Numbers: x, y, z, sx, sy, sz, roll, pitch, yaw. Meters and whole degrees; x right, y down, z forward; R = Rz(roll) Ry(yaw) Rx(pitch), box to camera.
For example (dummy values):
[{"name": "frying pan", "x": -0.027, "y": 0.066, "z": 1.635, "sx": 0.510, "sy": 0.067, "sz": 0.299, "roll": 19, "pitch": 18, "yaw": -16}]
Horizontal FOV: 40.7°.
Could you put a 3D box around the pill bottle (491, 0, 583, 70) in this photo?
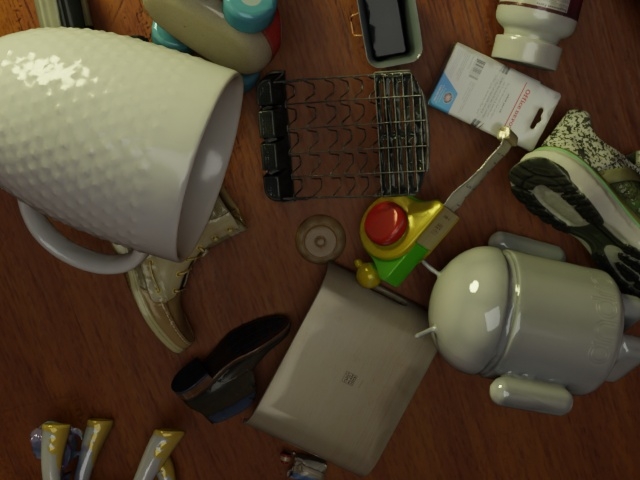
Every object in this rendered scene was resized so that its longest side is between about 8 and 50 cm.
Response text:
[{"name": "pill bottle", "x": 0.330, "y": -0.371, "z": 1.280, "sx": 0.121, "sy": 0.121, "sz": 0.221, "roll": 12, "pitch": 101, "yaw": -2}]

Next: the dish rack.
[{"name": "dish rack", "x": 0.033, "y": -0.158, "z": 1.313, "sx": 0.271, "sy": 0.074, "sz": 0.208, "roll": -1, "pitch": 103, "yaw": 16}]

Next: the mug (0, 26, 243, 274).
[{"name": "mug", "x": -0.315, "y": -0.110, "z": 1.213, "sx": 0.328, "sy": 0.276, "sz": 0.374, "roll": 18, "pitch": 125, "yaw": 2}]

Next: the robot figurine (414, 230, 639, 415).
[{"name": "robot figurine", "x": 0.318, "y": 0.121, "z": 1.327, "sx": 0.353, "sy": 0.300, "sz": 0.200, "roll": 11, "pitch": 143, "yaw": -8}]

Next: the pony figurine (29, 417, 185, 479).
[{"name": "pony figurine", "x": -0.389, "y": 0.477, "z": 1.393, "sx": 0.351, "sy": 0.303, "sz": 0.364, "roll": 5, "pitch": 86, "yaw": -10}]

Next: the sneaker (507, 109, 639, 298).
[{"name": "sneaker", "x": 0.487, "y": -0.052, "z": 1.337, "sx": 0.410, "sy": 0.158, "sz": 0.182, "roll": 39, "pitch": 70, "yaw": -19}]

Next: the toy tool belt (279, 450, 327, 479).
[{"name": "toy tool belt", "x": -0.032, "y": 0.391, "z": 1.463, "sx": 0.083, "sy": 0.052, "sz": 0.051, "roll": 12, "pitch": 92, "yaw": -2}]

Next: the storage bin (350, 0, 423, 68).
[{"name": "storage bin", "x": 0.094, "y": -0.329, "z": 1.303, "sx": 0.098, "sy": 0.091, "sz": 0.135, "roll": -11, "pitch": 100, "yaw": 2}]

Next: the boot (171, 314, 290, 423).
[{"name": "boot", "x": -0.129, "y": 0.213, "z": 1.431, "sx": 0.219, "sy": 0.082, "sz": 0.106, "roll": -31, "pitch": 124, "yaw": -2}]

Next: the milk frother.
[{"name": "milk frother", "x": -0.348, "y": -0.335, "z": 1.310, "sx": 0.143, "sy": 0.129, "sz": 0.135, "roll": -19, "pitch": 105, "yaw": -40}]

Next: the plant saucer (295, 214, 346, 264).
[{"name": "plant saucer", "x": 0.000, "y": 0.000, "z": 1.405, "sx": 0.083, "sy": 0.015, "sz": 0.083, "roll": 0, "pitch": 101, "yaw": 0}]

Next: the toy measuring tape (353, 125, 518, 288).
[{"name": "toy measuring tape", "x": 0.160, "y": -0.063, "z": 1.344, "sx": 0.121, "sy": 0.121, "sz": 0.330, "roll": 39, "pitch": 98, "yaw": -7}]

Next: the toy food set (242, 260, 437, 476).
[{"name": "toy food set", "x": 0.039, "y": 0.213, "z": 1.415, "sx": 0.219, "sy": 0.092, "sz": 0.306, "roll": 27, "pitch": 92, "yaw": -9}]

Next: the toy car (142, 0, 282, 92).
[{"name": "toy car", "x": -0.120, "y": -0.383, "z": 1.264, "sx": 0.210, "sy": 0.219, "sz": 0.238, "roll": 30, "pitch": 70, "yaw": -1}]

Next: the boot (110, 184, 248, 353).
[{"name": "boot", "x": -0.204, "y": 0.031, "z": 1.373, "sx": 0.203, "sy": 0.095, "sz": 0.262, "roll": -23, "pitch": 94, "yaw": 3}]

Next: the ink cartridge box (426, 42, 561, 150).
[{"name": "ink cartridge box", "x": 0.265, "y": -0.221, "z": 1.339, "sx": 0.180, "sy": 0.060, "sz": 0.104, "roll": 25, "pitch": 101, "yaw": -5}]
